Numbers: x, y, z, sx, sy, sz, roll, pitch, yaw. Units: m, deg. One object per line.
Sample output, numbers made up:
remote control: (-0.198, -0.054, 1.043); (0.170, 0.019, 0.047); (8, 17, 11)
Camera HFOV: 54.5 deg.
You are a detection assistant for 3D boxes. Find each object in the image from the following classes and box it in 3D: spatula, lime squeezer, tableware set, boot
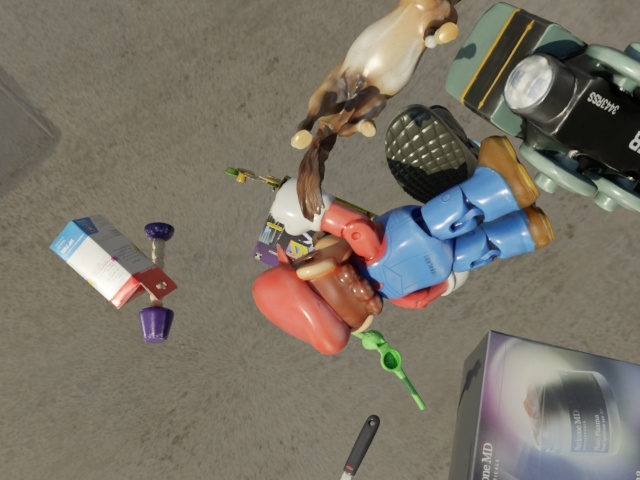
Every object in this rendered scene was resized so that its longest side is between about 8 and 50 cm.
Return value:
spatula: (0.048, 0.482, 1.223); (0.084, 0.030, 0.296); (21, 78, 29)
lime squeezer: (0.152, 0.294, 1.565); (0.059, 0.110, 0.310); (-24, 54, -36)
tableware set: (-0.151, -0.144, 1.466); (0.104, 0.154, 0.024); (26, 104, 29)
boot: (0.149, -0.117, 0.790); (0.083, 0.246, 0.161); (-26, 46, 24)

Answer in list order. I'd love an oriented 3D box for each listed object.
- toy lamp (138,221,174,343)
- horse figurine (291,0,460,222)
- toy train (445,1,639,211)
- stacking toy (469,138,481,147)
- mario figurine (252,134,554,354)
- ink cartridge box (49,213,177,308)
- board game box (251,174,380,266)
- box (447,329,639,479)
toy lamp: (-0.366, 0.095, 1.400); (0.080, 0.080, 0.274); (0, 65, -6)
horse figurine: (0.053, -0.141, 0.507); (0.066, 0.174, 0.263); (38, 107, -9)
toy train: (0.282, -0.118, 0.615); (0.334, 0.190, 0.142); (13, 118, -32)
stacking toy: (0.405, -0.180, 1.707); (0.166, 0.302, 0.175); (16, 99, 30)
mario figurine: (0.069, -0.005, 0.681); (0.321, 0.170, 0.198); (-25, 94, 12)
ink cartridge box: (-0.418, 0.055, 1.278); (0.231, 0.134, 0.078); (43, 100, -1)
board game box: (0.000, 0.000, 0.904); (0.170, 0.141, 0.048); (23, 41, -3)
box: (0.368, 0.332, 0.972); (0.294, 0.182, 0.296); (12, 62, 6)
